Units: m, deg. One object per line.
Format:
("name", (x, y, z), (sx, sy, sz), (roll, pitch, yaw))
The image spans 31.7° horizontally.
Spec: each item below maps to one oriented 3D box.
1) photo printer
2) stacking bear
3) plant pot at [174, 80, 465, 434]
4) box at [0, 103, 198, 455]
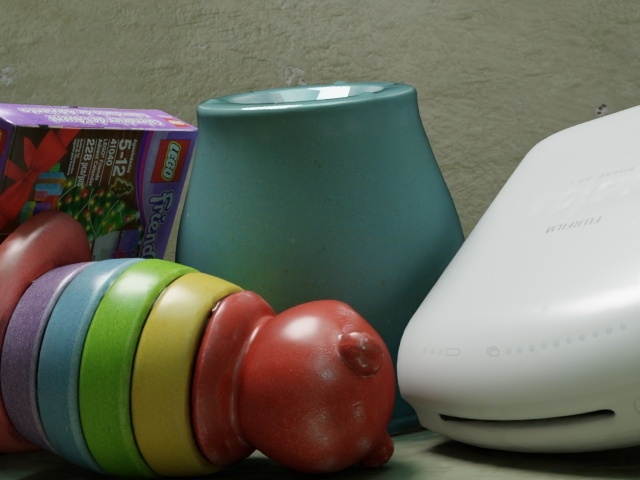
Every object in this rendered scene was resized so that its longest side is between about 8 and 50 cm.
("photo printer", (0.205, 0.021, 0.786), (0.256, 0.107, 0.307), (-13, 29, 48))
("stacking bear", (-0.087, 0.089, 0.776), (0.289, 0.175, 0.164), (4, 26, 22))
("plant pot", (0.000, 0.000, 0.948), (0.272, 0.255, 0.271), (-4, 12, 1))
("box", (-0.221, 0.034, 0.928), (0.057, 0.293, 0.201), (27, 19, 30))
